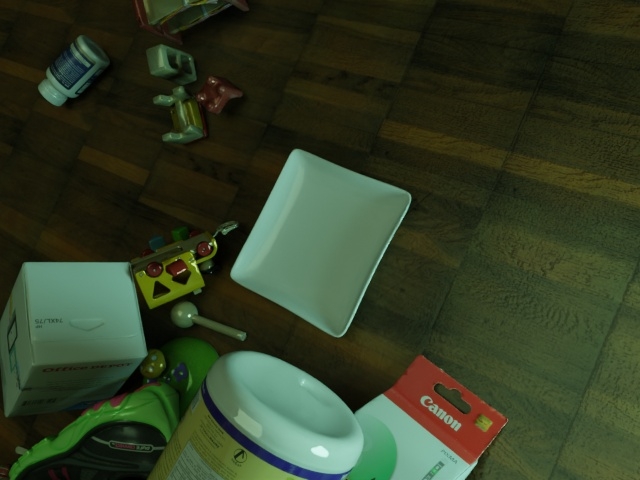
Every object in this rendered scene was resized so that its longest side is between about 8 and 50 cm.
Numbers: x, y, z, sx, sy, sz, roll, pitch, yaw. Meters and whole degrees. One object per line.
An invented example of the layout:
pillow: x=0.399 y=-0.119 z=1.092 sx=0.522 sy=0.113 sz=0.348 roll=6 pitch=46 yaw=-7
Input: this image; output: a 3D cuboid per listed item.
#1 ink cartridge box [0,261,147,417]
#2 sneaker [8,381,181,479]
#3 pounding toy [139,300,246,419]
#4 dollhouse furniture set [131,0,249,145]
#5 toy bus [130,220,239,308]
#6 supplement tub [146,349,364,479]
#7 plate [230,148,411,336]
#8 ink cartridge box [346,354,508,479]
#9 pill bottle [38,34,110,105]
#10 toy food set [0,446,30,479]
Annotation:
ink cartridge box: x=-0.473 y=0.186 z=1.332 sx=0.270 sy=0.198 sz=0.197 roll=-45 pitch=53 yaw=46
sneaker: x=-0.393 y=0.420 z=1.237 sx=0.483 sy=0.185 sz=0.202 roll=-39 pitch=71 yaw=38
pounding toy: x=-0.272 y=0.238 z=1.317 sx=0.183 sy=0.110 sz=0.237 roll=23 pitch=86 yaw=33
dollhouse furniture set: x=-0.255 y=-0.409 z=1.522 sx=0.201 sy=0.152 sz=0.374 roll=-17 pitch=84 yaw=24
toy bus: x=-0.264 y=0.055 z=1.374 sx=0.202 sy=0.191 sz=0.104 roll=-5 pitch=115 yaw=29
supplement tub: x=-0.116 y=0.351 z=1.001 sx=0.241 sy=0.241 sz=0.331 roll=36 pitch=102 yaw=33
plate: x=0.000 y=0.000 z=1.279 sx=0.278 sy=0.045 sz=0.277 roll=25 pitch=87 yaw=33
ink cartridge box: x=0.141 y=0.297 z=1.065 sx=0.181 sy=0.056 sz=0.225 roll=35 pitch=79 yaw=32
pill bottle: x=-0.603 y=-0.408 z=1.724 sx=0.169 sy=0.094 sz=0.094 roll=-40 pitch=59 yaw=12
toy food set: x=-0.654 y=0.533 z=1.460 sx=0.128 sy=0.071 sz=0.218 roll=16 pitch=82 yaw=32
